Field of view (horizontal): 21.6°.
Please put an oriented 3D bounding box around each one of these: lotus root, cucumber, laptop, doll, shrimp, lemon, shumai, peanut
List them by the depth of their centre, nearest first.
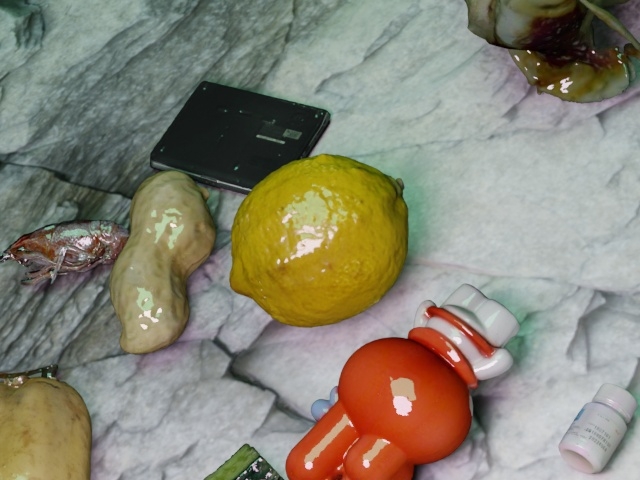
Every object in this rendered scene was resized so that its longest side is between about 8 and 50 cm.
[{"bbox_3d":[0.088,0.171,1.787,0.290,0.130,0.161,-46,54,-12],"label":"doll"},{"bbox_3d":[-0.131,0.311,1.798,0.211,0.062,0.078,-42,15,-9],"label":"cucumber"},{"bbox_3d":[-0.334,0.266,1.848,0.160,0.146,0.284,-22,48,25],"label":"lotus root"},{"bbox_3d":[0.000,0.000,1.918,0.231,0.192,0.192,-31,48,3],"label":"lemon"},{"bbox_3d":[0.289,-0.369,2.016,0.395,0.395,0.348,6,52,24],"label":"shumai"},{"bbox_3d":[-0.194,0.023,2.029,0.117,0.101,0.263,-14,45,35],"label":"peanut"},{"bbox_3d":[-0.329,0.014,2.110,0.190,0.073,0.075,-10,5,0],"label":"shrimp"},{"bbox_3d":[-0.107,-0.131,2.177,0.207,0.026,0.154,16,58,30],"label":"laptop"}]

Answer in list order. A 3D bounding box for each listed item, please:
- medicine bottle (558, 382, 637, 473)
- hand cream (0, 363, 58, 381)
[{"bbox_3d":[0.289,0.195,1.742,0.052,0.052,0.089,21,61,33],"label":"medicine bottle"},{"bbox_3d":[-0.395,0.180,2.018,0.163,0.039,0.062,-2,49,11],"label":"hand cream"}]
